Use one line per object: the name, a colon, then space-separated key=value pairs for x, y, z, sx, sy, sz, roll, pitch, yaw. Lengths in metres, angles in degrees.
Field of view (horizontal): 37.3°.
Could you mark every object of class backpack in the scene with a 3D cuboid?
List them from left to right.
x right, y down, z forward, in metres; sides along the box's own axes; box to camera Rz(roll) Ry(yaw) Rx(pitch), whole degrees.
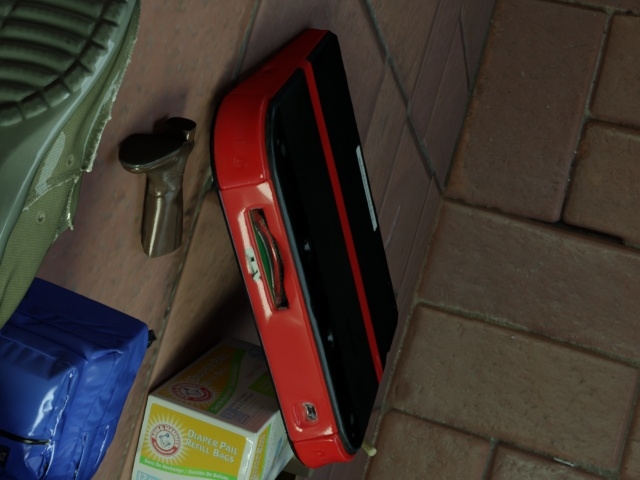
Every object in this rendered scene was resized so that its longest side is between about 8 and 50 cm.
backpack: x=-0.169 y=0.094 z=0.540 sx=0.101 sy=0.098 sz=0.120 roll=-37 pitch=150 yaw=-73

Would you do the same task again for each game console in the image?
game console: x=0.000 y=0.000 z=0.986 sx=0.342 sy=0.060 sz=0.386 roll=-64 pitch=144 yaw=-63

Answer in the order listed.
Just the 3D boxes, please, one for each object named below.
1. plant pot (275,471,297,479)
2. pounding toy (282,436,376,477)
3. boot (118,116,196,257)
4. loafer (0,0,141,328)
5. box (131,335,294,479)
plant pot: x=-0.082 y=0.277 z=1.162 sx=0.083 sy=0.081 sz=0.081 roll=39 pitch=-58 yaw=55
pounding toy: x=-0.011 y=0.199 z=1.166 sx=0.206 sy=0.181 sz=0.094 roll=-36 pitch=139 yaw=-71
boot: x=-0.127 y=-0.028 z=0.724 sx=0.106 sy=0.037 sz=0.114 roll=-46 pitch=154 yaw=-62
loafer: x=-0.158 y=-0.048 z=0.462 sx=0.087 sy=0.094 sz=0.251 roll=105 pitch=8 yaw=-76
box: x=-0.090 y=0.184 z=0.950 sx=0.203 sy=0.114 sz=0.103 roll=-34 pitch=139 yaw=-71
